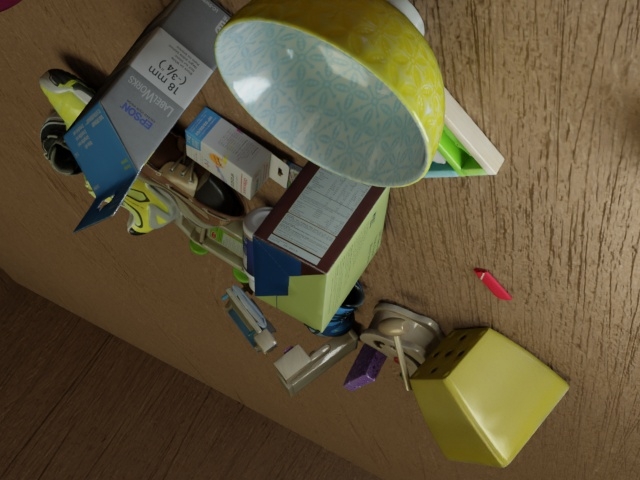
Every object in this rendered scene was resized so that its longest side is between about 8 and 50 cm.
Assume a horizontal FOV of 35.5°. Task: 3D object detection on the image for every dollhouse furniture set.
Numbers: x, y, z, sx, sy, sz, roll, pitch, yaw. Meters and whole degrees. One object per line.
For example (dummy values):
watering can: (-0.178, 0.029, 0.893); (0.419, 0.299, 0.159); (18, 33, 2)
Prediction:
dollhouse furniture set: (-0.083, 0.167, 2.298); (0.303, 0.198, 0.286); (51, 170, 14)

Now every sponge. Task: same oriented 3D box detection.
sponge: (0.112, 0.276, 2.271); (0.031, 0.117, 0.210); (31, 161, -4)

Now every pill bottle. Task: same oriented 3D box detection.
pill bottle: (-0.105, 0.025, 1.957); (0.094, 0.094, 0.169); (25, 137, 21)

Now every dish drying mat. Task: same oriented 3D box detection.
dish drying mat: (0.290, 0.075, 1.686); (0.032, 0.008, 0.083); (5, 147, 51)

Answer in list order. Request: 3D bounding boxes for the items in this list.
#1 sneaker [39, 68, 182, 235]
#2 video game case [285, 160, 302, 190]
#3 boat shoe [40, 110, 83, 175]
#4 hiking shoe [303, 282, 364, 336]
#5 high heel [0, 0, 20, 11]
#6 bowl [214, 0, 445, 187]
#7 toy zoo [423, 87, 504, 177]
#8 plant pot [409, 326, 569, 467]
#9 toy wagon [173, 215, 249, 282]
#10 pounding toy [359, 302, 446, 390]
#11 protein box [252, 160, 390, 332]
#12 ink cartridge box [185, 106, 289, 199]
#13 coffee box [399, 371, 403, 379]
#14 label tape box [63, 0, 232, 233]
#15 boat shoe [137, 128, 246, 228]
sneaker: (-0.408, -0.160, 1.910); (0.385, 0.147, 0.145); (51, 179, -26)
video game case: (0.013, -0.072, 1.746); (0.166, 0.015, 0.119); (28, 160, 13)
boat shoe: (-0.530, -0.199, 2.104); (0.121, 0.119, 0.335); (42, 158, -25)
hiking shoe: (0.031, 0.134, 2.069); (0.132, 0.113, 0.304); (10, 160, 23)
high heel: (-0.617, -0.517, 1.567); (0.181, 0.127, 0.377); (-8, 140, 18)
bowl: (0.035, -0.211, 1.170); (0.289, 0.156, 0.289); (28, 160, 11)
toy zoo: (0.093, -0.159, 1.394); (0.192, 0.030, 0.293); (44, 157, -30)
plant pot: (0.299, 0.282, 1.905); (0.187, 0.212, 0.212); (50, 157, -10)
toy wagon: (-0.230, -0.026, 2.146); (0.344, 0.068, 0.267); (32, 160, 1)
pounding toy: (0.158, 0.232, 2.040); (0.154, 0.155, 0.269); (9, 150, 39)
protein box: (0.000, 0.000, 1.619); (0.136, 0.201, 0.200); (28, 151, 14)
ink cartridge box: (-0.145, -0.139, 1.732); (0.181, 0.062, 0.104); (35, 161, 7)
coffee box: (0.272, 0.359, 2.343); (0.113, 0.040, 0.184); (13, 153, 44)
label tape box: (-0.273, -0.184, 1.433); (0.106, 0.334, 0.240); (39, 159, -17)
boat shoe: (-0.252, -0.137, 1.861); (0.116, 0.123, 0.324); (2, 151, 42)
